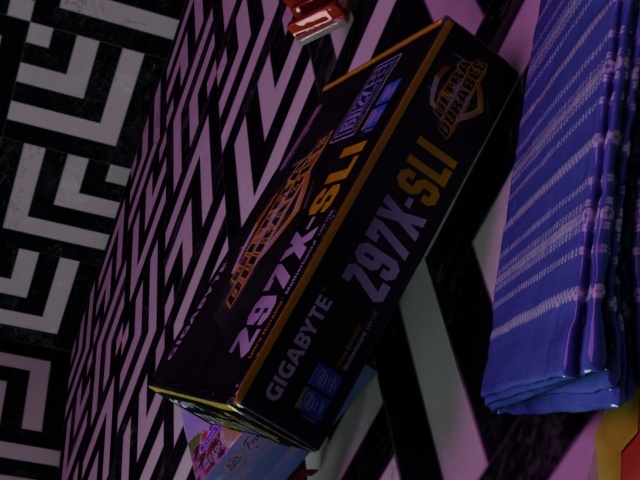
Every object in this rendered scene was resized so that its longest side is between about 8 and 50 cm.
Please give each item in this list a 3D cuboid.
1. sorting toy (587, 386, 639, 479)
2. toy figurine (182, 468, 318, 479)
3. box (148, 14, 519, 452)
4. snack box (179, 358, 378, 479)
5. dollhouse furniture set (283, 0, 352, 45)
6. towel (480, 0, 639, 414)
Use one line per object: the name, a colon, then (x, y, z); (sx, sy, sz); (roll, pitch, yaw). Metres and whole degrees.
sorting toy: (0.180, 0.062, 0.490); (0.193, 0.038, 0.208); (172, 110, -72)
toy figurine: (-0.057, 0.385, 0.920); (0.362, 0.191, 0.217); (-109, 8, -64)
box: (0.000, 0.000, 0.876); (0.322, 0.079, 0.257); (-60, 17, -14)
snack box: (-0.050, 0.128, 1.027); (0.174, 0.070, 0.207); (-51, 20, 5)
dollhouse furniture set: (-0.059, -0.350, 1.185); (0.262, 0.259, 0.135); (-19, 44, 33)
towel: (0.148, -0.069, 0.623); (0.243, 0.040, 0.336); (103, 177, -79)
